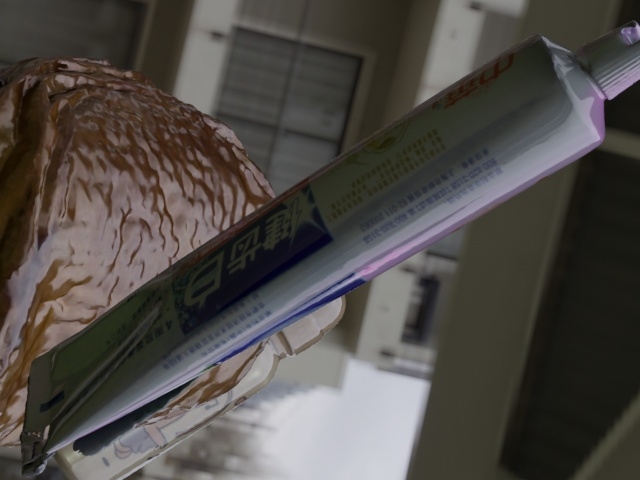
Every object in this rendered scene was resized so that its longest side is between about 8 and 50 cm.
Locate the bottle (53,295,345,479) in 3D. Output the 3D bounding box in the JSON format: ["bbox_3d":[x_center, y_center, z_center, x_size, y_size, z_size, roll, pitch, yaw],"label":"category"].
[{"bbox_3d":[-0.083,0.071,1.133,0.097,0.209,0.110,57,-8,18],"label":"bottle"}]

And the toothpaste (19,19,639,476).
[{"bbox_3d":[0.000,0.000,0.404,0.170,0.028,0.045,-31,-147,14],"label":"toothpaste"}]

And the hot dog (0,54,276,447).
[{"bbox_3d":[-0.122,0.016,0.843,0.272,0.122,0.196,1,116,-63],"label":"hot dog"}]
